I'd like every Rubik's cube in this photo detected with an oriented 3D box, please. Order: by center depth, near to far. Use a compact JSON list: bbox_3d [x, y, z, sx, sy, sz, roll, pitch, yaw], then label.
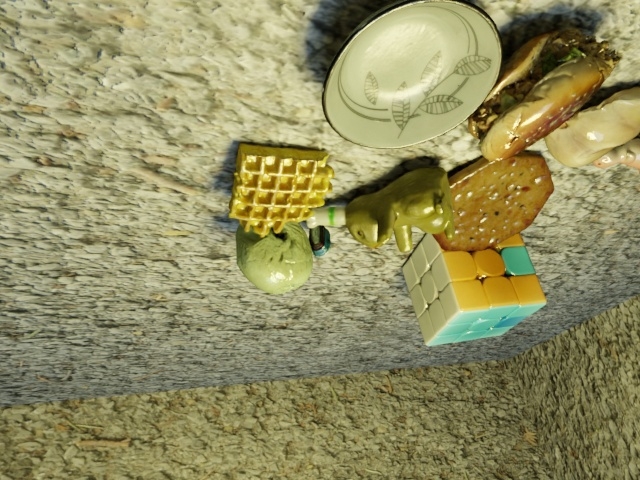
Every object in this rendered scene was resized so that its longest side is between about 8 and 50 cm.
[{"bbox_3d":[0.464,0.132,1.623,0.291,0.291,0.290,-3,150,-15],"label":"Rubik's cube"}]

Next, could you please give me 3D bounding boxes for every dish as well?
[{"bbox_3d":[0.145,-0.299,0.894,0.316,0.106,0.316,-9,150,-5],"label":"dish"}]

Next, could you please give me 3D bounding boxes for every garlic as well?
[{"bbox_3d":[0.632,-0.244,1.196,0.227,0.110,0.217,-8,155,-9],"label":"garlic"}]

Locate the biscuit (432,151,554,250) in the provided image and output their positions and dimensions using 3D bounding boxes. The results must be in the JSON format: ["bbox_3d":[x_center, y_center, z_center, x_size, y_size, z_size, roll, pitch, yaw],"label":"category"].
[{"bbox_3d":[0.449,-0.095,1.387,0.358,0.046,0.359,-9,137,-9],"label":"biscuit"}]

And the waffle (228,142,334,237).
[{"bbox_3d":[-0.088,-0.098,1.142,0.229,0.057,0.219,2,129,-24],"label":"waffle"}]

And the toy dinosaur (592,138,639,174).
[{"bbox_3d":[0.803,-0.202,1.315,0.194,0.152,0.177,20,147,-36],"label":"toy dinosaur"}]

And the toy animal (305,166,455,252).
[{"bbox_3d":[0.153,-0.049,1.277,0.362,0.181,0.181,-23,156,22],"label":"toy animal"}]

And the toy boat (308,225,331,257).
[{"bbox_3d":[0.000,0.000,1.357,0.060,0.137,0.061,-26,122,7],"label":"toy boat"}]

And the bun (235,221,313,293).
[{"bbox_3d":[-0.103,0.021,1.259,0.221,0.221,0.108,13,143,-40],"label":"bun"}]

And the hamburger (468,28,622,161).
[{"bbox_3d":[0.411,-0.271,0.984,0.286,0.146,0.243,-42,164,16],"label":"hamburger"}]
